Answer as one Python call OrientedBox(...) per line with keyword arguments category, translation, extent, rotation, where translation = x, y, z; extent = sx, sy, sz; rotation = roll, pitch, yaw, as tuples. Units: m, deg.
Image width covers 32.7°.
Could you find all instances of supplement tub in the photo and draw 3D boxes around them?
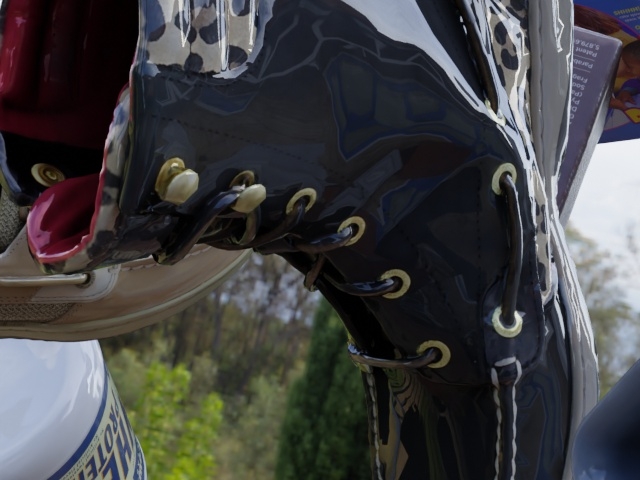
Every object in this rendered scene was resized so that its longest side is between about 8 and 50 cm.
OrientedBox(category="supplement tub", translation=(-0.303, 0.216, 1.082), extent=(0.235, 0.235, 0.325), rotation=(12, -36, 13))

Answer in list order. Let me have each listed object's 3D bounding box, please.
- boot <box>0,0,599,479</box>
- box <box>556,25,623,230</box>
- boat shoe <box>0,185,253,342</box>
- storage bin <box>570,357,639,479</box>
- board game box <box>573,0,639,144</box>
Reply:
OrientedBox(category="boot", translation=(0.000, 0.000, 0.503), extent=(0.284, 0.377, 0.138), rotation=(4, -2, -44))
OrientedBox(category="box", translation=(0.129, -0.065, 0.894), extent=(0.167, 0.203, 0.168), rotation=(20, -16, 14))
OrientedBox(category="boat shoe", translation=(-0.181, -0.007, 0.681), extent=(0.341, 0.121, 0.110), rotation=(-15, -35, -31))
OrientedBox(category="storage bin", translation=(0.169, 0.073, 0.369), extent=(0.091, 0.098, 0.135), rotation=(4, -45, -27))
OrientedBox(category="board game box", translation=(0.292, -0.196, 0.996), extent=(0.347, 0.078, 0.233), rotation=(-4, -37, 37))
